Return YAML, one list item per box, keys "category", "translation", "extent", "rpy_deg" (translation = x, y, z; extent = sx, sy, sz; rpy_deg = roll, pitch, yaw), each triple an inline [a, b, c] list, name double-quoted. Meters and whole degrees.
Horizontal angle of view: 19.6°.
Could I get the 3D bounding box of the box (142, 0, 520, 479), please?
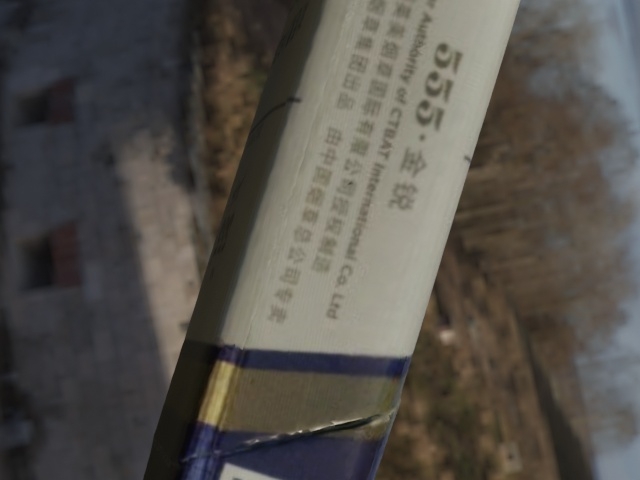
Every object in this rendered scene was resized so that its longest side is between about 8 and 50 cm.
- category: "box"
  translation: [0.000, 0.000, 0.680]
  extent: [0.168, 0.071, 0.259]
  rpy_deg: [167, -60, -82]
